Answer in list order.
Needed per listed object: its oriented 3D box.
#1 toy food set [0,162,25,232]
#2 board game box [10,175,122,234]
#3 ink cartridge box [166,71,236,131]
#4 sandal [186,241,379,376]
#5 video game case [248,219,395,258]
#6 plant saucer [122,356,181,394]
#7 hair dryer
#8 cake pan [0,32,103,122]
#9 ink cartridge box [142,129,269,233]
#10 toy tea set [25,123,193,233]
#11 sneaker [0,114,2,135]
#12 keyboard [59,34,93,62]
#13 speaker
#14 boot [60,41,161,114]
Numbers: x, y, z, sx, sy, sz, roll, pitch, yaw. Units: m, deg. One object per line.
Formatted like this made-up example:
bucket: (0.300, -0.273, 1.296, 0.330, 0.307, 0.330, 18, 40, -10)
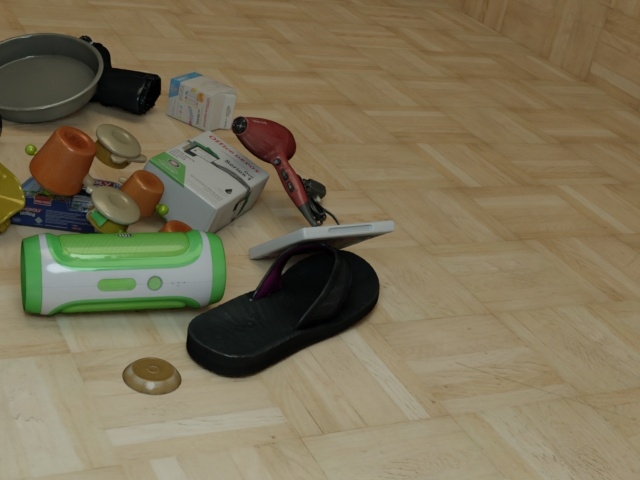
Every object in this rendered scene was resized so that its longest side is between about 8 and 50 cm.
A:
toy food set: (-0.585, -0.079, 1.765, 0.218, 0.071, 0.128, 38, 73, 27)
board game box: (-0.445, -0.085, 1.870, 0.194, 0.060, 0.194, 7, 27, -9)
ink cartridge box: (-0.266, -0.315, 2.376, 0.143, 0.092, 0.090, 24, 29, 25)
sandal: (-0.033, 0.085, 1.651, 0.167, 0.107, 0.446, 24, 28, 24)
video game case: (0.000, 0.000, 1.802, 0.183, 0.023, 0.201, -5, -7, -32)
plant saucer: (-0.236, 0.187, 1.461, 0.083, 0.015, 0.083, 10, 26, -5)
hair dryer: (-0.059, -0.143, 1.973, 0.293, 0.080, 0.223, 42, 11, -26)
cake pan: (-0.616, -0.351, 2.250, 0.293, 0.054, 0.293, 1, 43, -1)
ink cartridge box: (-0.218, -0.104, 1.929, 0.160, 0.092, 0.219, 37, 31, 7)
toy tea set: (-0.352, -0.057, 1.739, 0.200, 0.124, 0.336, 1, 44, -50)
sneaker: (-0.715, -0.206, 1.973, 0.132, 0.086, 0.229, 15, 27, 12)
keyboard: (-0.608, -0.419, 2.394, 0.180, 0.023, 0.108, -36, 30, -9)
speaker: (-0.300, 0.047, 1.580, 0.296, 0.131, 0.131, -2, 29, -20)
boot: (-0.465, -0.371, 2.396, 0.207, 0.094, 0.246, 10, 32, 4)
